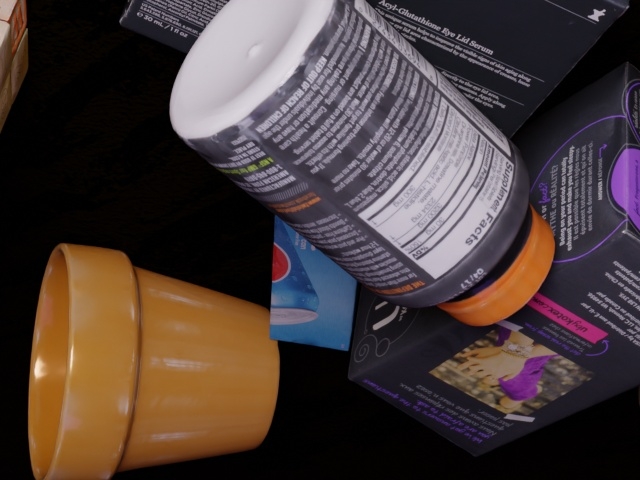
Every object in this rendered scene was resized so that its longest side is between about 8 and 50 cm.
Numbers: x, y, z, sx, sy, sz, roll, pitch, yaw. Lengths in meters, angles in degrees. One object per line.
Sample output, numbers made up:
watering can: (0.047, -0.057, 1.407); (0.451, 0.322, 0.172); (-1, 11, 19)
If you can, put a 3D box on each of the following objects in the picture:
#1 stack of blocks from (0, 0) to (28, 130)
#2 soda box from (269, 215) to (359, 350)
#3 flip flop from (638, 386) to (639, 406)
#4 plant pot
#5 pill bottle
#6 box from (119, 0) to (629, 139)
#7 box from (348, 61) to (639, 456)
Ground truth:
stack of blocks: (-0.319, -0.064, 0.908); (0.171, 0.297, 0.087); (13, 141, -1)
soda box: (0.000, 0.000, 1.096); (0.071, 0.067, 0.210); (8, 141, 3)
flip flop: (0.308, 0.096, 1.131); (0.112, 0.080, 0.277); (2, 141, 11)
plant pot: (-0.143, 0.112, 1.183); (0.188, 0.205, 0.205); (5, 144, -19)
pill bottle: (0.038, -0.045, 0.824); (0.130, 0.130, 0.246); (-25, 130, 36)
box: (0.033, -0.171, 0.851); (0.261, 0.103, 0.184); (22, 143, -14)
box: (0.167, 0.023, 1.006); (0.143, 0.165, 0.270); (34, 136, -26)
